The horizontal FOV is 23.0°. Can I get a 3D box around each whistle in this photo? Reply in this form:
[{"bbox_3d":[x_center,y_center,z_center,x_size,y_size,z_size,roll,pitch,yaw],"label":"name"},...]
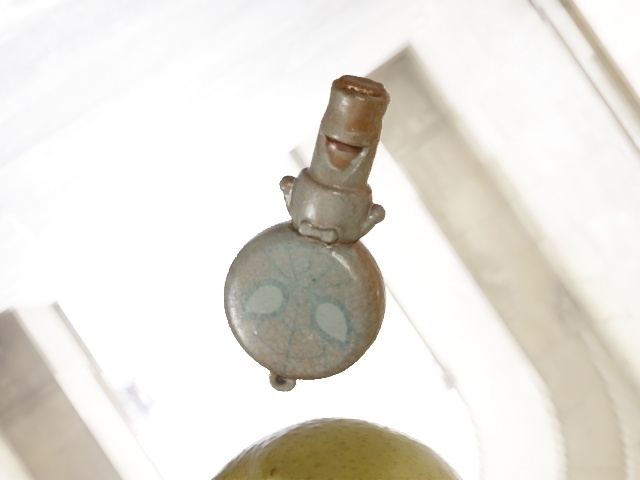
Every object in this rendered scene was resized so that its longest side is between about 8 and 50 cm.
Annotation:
[{"bbox_3d":[0.000,0.000,1.014,0.057,0.107,0.220,-50,156,-66],"label":"whistle"}]

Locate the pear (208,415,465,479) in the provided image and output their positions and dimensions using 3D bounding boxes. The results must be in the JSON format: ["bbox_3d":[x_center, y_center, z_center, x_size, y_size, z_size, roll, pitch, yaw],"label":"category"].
[{"bbox_3d":[0.015,0.301,1.247,0.309,0.309,0.309,-34,178,-1],"label":"pear"}]
